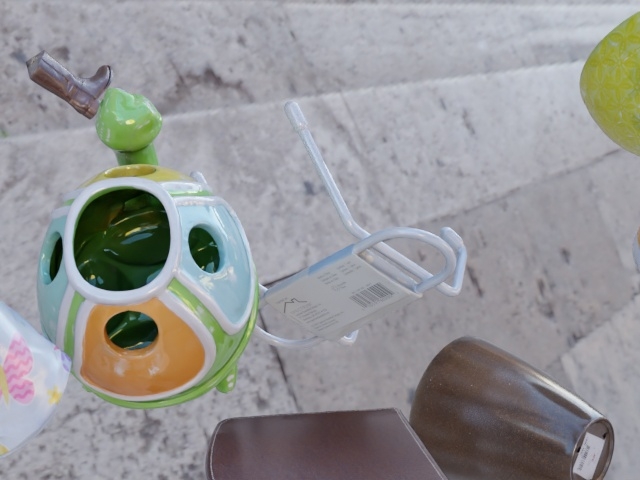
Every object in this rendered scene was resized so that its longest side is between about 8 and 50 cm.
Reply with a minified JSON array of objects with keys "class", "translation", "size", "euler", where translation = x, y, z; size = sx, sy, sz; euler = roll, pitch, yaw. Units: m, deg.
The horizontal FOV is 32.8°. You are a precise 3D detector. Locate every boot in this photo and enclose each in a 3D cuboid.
[{"class":"boot","translation":[-0.352,-0.237,1.521],"size":[0.114,0.037,0.106],"euler":[35,43,-28]}]

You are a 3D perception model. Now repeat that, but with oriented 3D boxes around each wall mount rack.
[{"class":"wall mount rack","translation":[0.000,0.000,1.349],"size":[0.304,0.350,0.130],"euler":[35,48,-25]}]

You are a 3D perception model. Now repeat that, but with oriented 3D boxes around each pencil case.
[{"class":"pencil case","translation":[-0.337,0.070,0.907],"size":[0.124,0.113,0.273],"euler":[-51,122,-13]}]

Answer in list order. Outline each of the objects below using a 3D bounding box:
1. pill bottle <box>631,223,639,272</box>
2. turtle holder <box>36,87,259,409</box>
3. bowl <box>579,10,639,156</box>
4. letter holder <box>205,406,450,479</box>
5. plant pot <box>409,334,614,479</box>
[{"class":"pill bottle","translation":[0.365,-0.064,0.819],"size":[0.152,0.272,0.152],"euler":[16,34,-11]},{"class":"turtle holder","translation":[-0.179,0.012,1.172],"size":[0.227,0.243,0.320],"euler":[82,28,-66]},{"class":"bowl","translation":[0.519,-0.190,1.499],"size":[0.289,0.289,0.156],"euler":[29,43,-44]},{"class":"letter holder","translation":[-0.002,0.273,1.047],"size":[0.302,0.214,0.152],"euler":[-142,-129,-82]},{"class":"plant pot","translation":[0.278,0.264,1.507],"size":[0.215,0.230,0.215],"euler":[-14,110,-42]}]
